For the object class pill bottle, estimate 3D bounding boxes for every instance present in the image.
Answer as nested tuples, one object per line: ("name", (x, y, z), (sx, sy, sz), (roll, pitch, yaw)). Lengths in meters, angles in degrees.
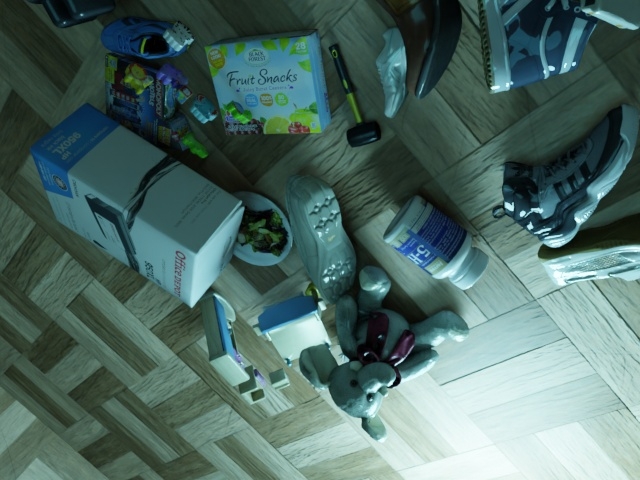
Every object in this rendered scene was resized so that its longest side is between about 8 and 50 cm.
("pill bottle", (0.226, 0.008, 0.988), (0.187, 0.112, 0.112), (36, 127, -2))

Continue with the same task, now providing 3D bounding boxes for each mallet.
("mallet", (0.048, -0.262, 0.942), (0.062, 0.039, 0.189), (-20, 107, 28))

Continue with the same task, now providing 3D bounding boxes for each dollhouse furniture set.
("dollhouse furniture set", (-0.112, 0.223, 1.301), (0.303, 0.198, 0.286), (-23, 137, 0))

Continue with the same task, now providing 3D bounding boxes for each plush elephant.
("plush elephant", (0.110, 0.264, 1.103), (0.272, 0.255, 0.330), (36, 129, -8))

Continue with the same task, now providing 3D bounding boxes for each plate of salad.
("plate of salad", (-0.160, -0.020, 1.174), (0.200, 0.048, 0.200), (11, 123, 17))

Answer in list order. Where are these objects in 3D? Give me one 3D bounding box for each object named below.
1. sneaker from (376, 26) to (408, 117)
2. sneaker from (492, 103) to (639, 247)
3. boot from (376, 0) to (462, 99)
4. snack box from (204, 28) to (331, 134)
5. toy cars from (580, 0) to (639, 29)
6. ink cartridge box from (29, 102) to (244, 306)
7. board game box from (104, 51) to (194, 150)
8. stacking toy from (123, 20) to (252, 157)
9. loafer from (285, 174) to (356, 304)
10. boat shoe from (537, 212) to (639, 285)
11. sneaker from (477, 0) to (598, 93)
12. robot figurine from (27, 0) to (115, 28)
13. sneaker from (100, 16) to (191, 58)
("sneaker", (0.127, -0.291, 0.881), (0.061, 0.054, 0.152), (18, 118, 18))
("sneaker", (0.391, -0.115, 0.844), (0.153, 0.101, 0.268), (21, 129, 6))
("boot", (0.075, -0.376, 0.790), (0.280, 0.096, 0.264), (23, 136, 27))
("snack box", (-0.096, -0.293, 0.957), (0.207, 0.070, 0.174), (3, 123, 20))
("toy cars", (0.343, -0.464, 0.639), (0.393, 0.176, 0.087), (62, 167, -20))
("ink cartridge box", (-0.389, -0.064, 1.115), (0.395, 0.166, 0.285), (32, 148, 3))
("board game box", (-0.359, -0.278, 1.085), (0.194, 0.060, 0.194), (23, 127, 8))
("stacking toy", (-0.249, -0.278, 0.964), (0.167, 0.052, 0.221), (-23, 118, 40))
("loafer", (0.000, 0.000, 1.097), (0.111, 0.112, 0.319), (35, 145, 48))
("boat shoe", (0.533, 0.021, 0.882), (0.277, 0.098, 0.096), (-15, 114, 40))
("sneaker", (0.305, -0.367, 0.727), (0.153, 0.099, 0.282), (-6, 110, 15))
("robot figurine", (-0.481, -0.536, 0.906), (0.209, 0.173, 0.278), (-21, 114, 0))
("sneaker", (-0.360, -0.395, 0.999), (0.209, 0.082, 0.069), (9, 126, 19))
